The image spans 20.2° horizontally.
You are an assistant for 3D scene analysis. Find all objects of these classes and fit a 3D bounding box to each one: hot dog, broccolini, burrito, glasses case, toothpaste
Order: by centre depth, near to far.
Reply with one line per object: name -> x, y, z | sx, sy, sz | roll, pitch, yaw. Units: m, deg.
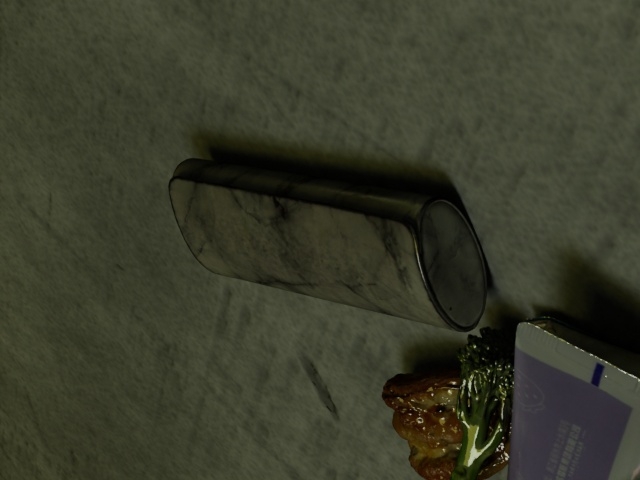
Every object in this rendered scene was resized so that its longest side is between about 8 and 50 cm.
burrito -> 0.209, 0.096, 1.255 | 0.171, 0.042, 0.051 | 16, 142, 41
toothpaste -> 0.185, 0.191, 1.335 | 0.125, 0.080, 0.371 | 28, 150, 19
broccolini -> 0.105, 0.164, 1.363 | 0.058, 0.067, 0.216 | 24, 116, 14
glasses case -> 0.000, 0.000, 1.405 | 0.299, 0.060, 0.114 | 11, 133, 49
hot dog -> 0.103, 0.145, 1.433 | 0.147, 0.065, 0.099 | -8, 109, 59
